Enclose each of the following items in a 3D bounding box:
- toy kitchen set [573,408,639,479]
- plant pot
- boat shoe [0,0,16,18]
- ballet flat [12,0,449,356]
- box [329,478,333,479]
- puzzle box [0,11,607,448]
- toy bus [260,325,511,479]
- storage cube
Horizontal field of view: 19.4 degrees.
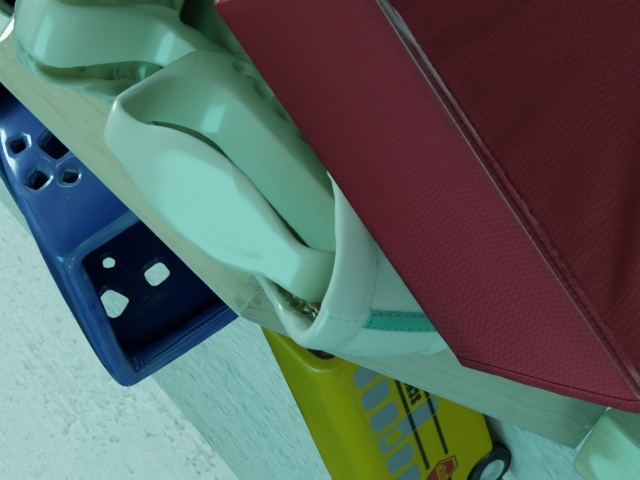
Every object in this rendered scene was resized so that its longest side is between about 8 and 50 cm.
[{"bbox_3d":[0.240,0.206,1.289,0.122,0.166,0.207,44,129,26],"label":"toy kitchen set"},{"bbox_3d":[-0.132,-0.066,1.439,0.212,0.236,0.236,51,169,25],"label":"plant pot"},{"bbox_3d":[-0.295,-0.292,1.626,0.097,0.116,0.324,42,169,18],"label":"boat shoe"},{"bbox_3d":[-0.067,-0.089,0.910,0.400,0.139,0.139,46,166,30],"label":"ballet flat"},{"bbox_3d":[0.159,0.353,1.925,0.322,0.079,0.257,52,169,-5],"label":"box"},{"bbox_3d":[0.000,0.000,1.189,0.272,0.052,0.409,42,-170,35],"label":"puzzle box"},{"bbox_3d":[0.058,0.131,1.536,0.108,0.130,0.333,42,164,35],"label":"toy bus"},{"bbox_3d":[0.104,-0.072,0.718,0.193,0.183,0.215,55,167,-11],"label":"storage cube"}]
